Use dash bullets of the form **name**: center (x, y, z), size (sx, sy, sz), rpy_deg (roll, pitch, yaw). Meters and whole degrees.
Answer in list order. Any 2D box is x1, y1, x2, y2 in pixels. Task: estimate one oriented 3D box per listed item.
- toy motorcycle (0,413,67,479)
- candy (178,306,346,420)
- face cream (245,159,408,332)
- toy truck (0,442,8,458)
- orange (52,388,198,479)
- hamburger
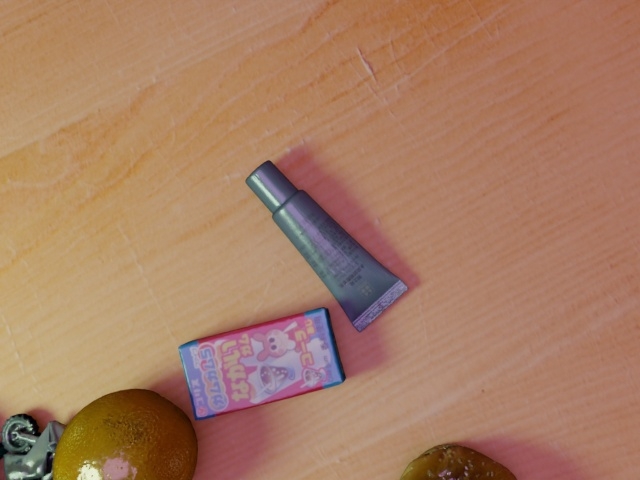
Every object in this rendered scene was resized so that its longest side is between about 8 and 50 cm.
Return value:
- **toy motorcycle**: center (-0.550, 0.473, 1.675), size (0.159, 0.106, 0.270), rpy_deg (-15, 81, 7)
- **candy**: center (-0.116, 0.244, 1.673), size (0.306, 0.100, 0.157), rpy_deg (-14, 85, 3)
- **face cream**: center (0.000, 0.000, 1.698), size (0.135, 0.086, 0.385), rpy_deg (-42, 90, 2)
- **toy truck**: center (-0.758, 0.383, 1.690), size (0.253, 0.114, 0.124), rpy_deg (27, 98, 5)
- **orange**: center (-0.365, 0.415, 1.590), size (0.274, 0.274, 0.274), rpy_deg (0, 85, 3)
- **hamburger**: center (0.251, 0.521, 1.616), size (0.286, 0.146, 0.243), rpy_deg (-22, 78, 2)
